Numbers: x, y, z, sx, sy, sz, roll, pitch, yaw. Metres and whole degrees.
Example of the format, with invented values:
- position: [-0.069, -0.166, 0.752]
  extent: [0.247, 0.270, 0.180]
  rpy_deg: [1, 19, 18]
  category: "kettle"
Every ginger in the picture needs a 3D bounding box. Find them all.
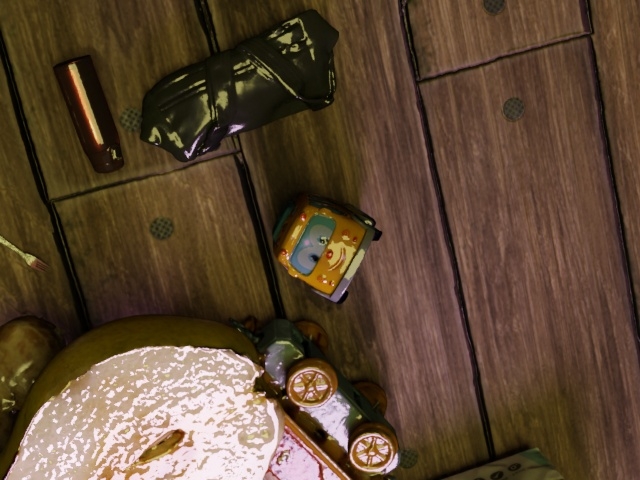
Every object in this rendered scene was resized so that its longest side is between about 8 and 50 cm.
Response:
- position: [-0.544, 0.207, 1.578]
  extent: [0.375, 0.176, 0.256]
  rpy_deg: [6, 61, 5]
  category: "ginger"

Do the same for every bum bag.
- position: [-0.108, -0.211, 1.643]
  extent: [0.326, 0.080, 0.142]
  rpy_deg: [-27, 104, -5]
  category: "bum bag"

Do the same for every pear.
- position: [-0.253, 0.251, 1.546]
  extent: [0.386, 0.191, 0.340]
  rpy_deg: [-28, 122, -6]
  category: "pear"

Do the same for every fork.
- position: [-0.443, 0.012, 1.656]
  extent: [0.115, 0.012, 0.016]
  rpy_deg: [37, 86, -17]
  category: "fork"

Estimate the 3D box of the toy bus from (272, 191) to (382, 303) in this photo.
- position: [0.000, 0.000, 1.656]
  extent: [0.136, 0.209, 0.126]
  rpy_deg: [28, 97, -7]
  category: "toy bus"

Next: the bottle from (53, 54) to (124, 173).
- position: [-0.322, -0.175, 1.614]
  extent: [0.060, 0.060, 0.164]
  rpy_deg: [-19, 107, -7]
  category: "bottle"

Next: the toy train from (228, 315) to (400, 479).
- position: [-0.040, 0.266, 1.733]
  extent: [0.231, 0.163, 0.369]
  rpy_deg: [-39, 108, 12]
  category: "toy train"

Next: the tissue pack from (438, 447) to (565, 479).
- position: [0.240, 0.526, 1.837]
  extent: [0.356, 0.194, 0.266]
  rpy_deg: [-18, 107, -6]
  category: "tissue pack"

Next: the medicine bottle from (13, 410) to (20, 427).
- position: [-0.417, 0.354, 1.693]
  extent: [0.106, 0.107, 0.192]
  rpy_deg: [-12, 105, -10]
  category: "medicine bottle"
